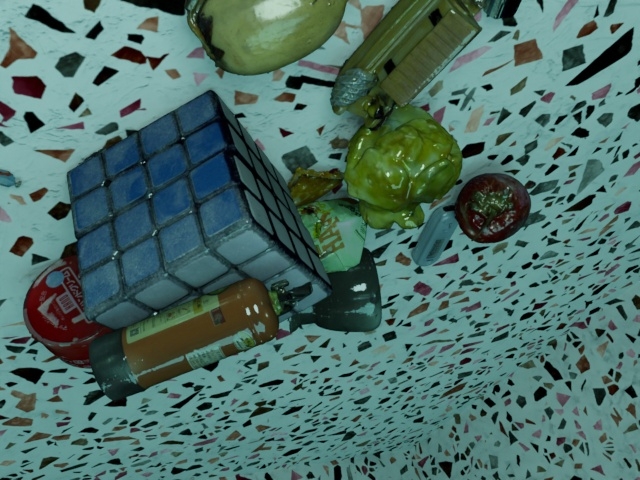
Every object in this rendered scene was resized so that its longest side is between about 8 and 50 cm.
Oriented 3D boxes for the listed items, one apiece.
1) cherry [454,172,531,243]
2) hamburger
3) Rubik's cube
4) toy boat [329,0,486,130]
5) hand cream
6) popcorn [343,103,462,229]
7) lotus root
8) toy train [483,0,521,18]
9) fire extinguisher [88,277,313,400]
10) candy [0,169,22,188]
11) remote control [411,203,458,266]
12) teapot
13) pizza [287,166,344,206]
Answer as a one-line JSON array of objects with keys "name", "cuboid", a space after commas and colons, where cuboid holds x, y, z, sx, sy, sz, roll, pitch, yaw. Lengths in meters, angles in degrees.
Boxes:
[{"name": "cherry", "cuboid": [0.456, -0.077, 1.693, 0.250, 0.175, 0.192, 17, 101, -54]}, {"name": "hamburger", "cuboid": [0.000, 0.003, 1.541, 0.214, 0.125, 0.235, -10, 137, -34]}, {"name": "Rubik's cube", "cuboid": [-0.230, -0.008, 1.237, 0.345, 0.337, 0.344, -28, 146, 11]}, {"name": "toy boat", "cuboid": [0.187, -0.367, 1.133, 0.136, 0.162, 0.445, 15, 131, -40]}, {"name": "hand cream", "cuboid": [-0.509, 0.157, 1.407, 0.230, 0.230, 0.149, -18, 146, -7]}, {"name": "popcorn", "cuboid": [0.165, -0.144, 1.379, 0.277, 0.225, 0.276, -13, 143, -10]}, {"name": "lotus root", "cuboid": [-0.047, -0.363, 0.982, 0.310, 0.182, 0.182, -25, 147, 2]}, {"name": "toy train", "cuboid": [0.357, -0.515, 1.132, 0.055, 0.048, 0.251, -16, 142, -29]}, {"name": "fire extinguisher", "cuboid": [-0.186, 0.142, 1.102, 0.376, 0.113, 0.200, -21, -171, 1]}, {"name": "candy", "cuboid": [-0.576, -0.115, 1.163, 0.030, 0.020, 0.083, -37, 145, 23]}, {"name": "remote control", "cuboid": [0.329, -0.009, 1.833, 0.087, 0.047, 0.244, -5, 142, -20]}, {"name": "teapot", "cuboid": [-0.002, 0.124, 1.712, 0.285, 0.305, 0.223, -7, 116, -5]}, {"name": "pizza", "cuboid": [-0.035, -0.125, 1.453, 0.178, 0.041, 0.131, -30, 153, 14]}]
